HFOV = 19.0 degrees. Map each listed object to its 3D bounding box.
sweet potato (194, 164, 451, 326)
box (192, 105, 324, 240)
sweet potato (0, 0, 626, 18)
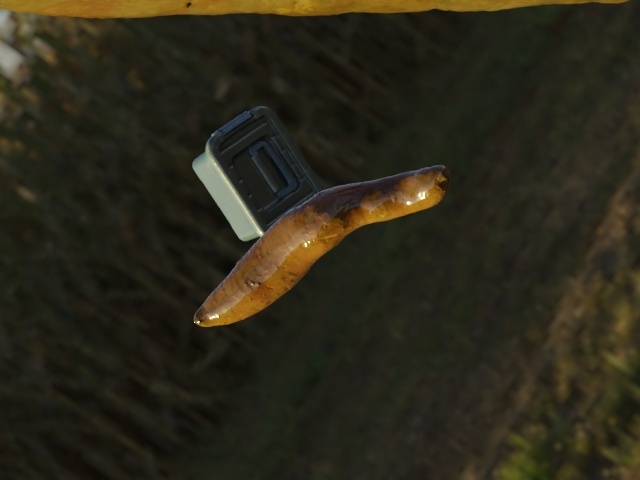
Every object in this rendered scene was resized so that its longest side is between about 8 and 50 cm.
[{"bbox_3d":[-0.003,-0.003,1.087,0.179,0.044,0.044,-33,15,20],"label":"sweet potato"},{"bbox_3d":[-0.053,-0.049,1.544,0.074,0.099,0.054,-36,6,-31],"label":"box"},{"bbox_3d":[-0.031,-0.072,0.389,0.069,0.249,0.059,32,116,53],"label":"sweet potato"}]
